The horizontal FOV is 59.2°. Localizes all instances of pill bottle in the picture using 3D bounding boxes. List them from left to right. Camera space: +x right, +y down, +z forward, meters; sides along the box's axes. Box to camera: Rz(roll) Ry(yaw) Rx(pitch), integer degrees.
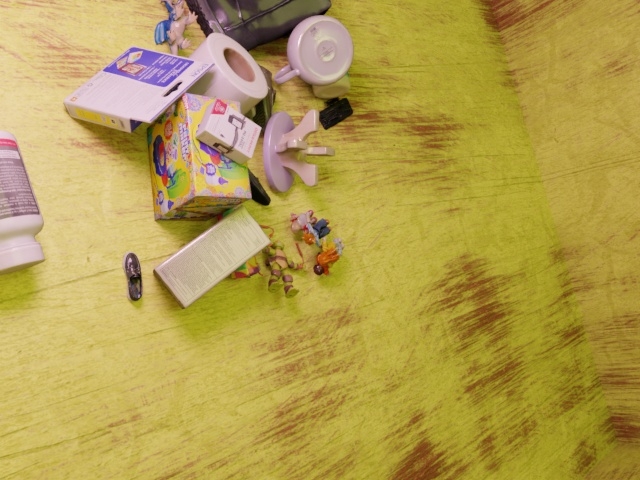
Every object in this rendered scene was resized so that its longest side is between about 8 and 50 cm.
[{"bbox_3d":[-0.765,-0.084,1.326,0.176,0.176,0.318,-19,90,-41],"label":"pill bottle"},{"bbox_3d":[0.024,-0.691,2.154,0.146,0.146,0.263,-4,81,-40],"label":"pill bottle"}]

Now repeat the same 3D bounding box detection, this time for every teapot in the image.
[{"bbox_3d":[-0.021,-0.665,1.993,0.256,0.187,0.252,2,104,-26],"label":"teapot"}]

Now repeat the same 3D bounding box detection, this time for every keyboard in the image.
[{"bbox_3d":[0.061,-0.514,2.208,0.192,0.038,0.100,-40,104,-39],"label":"keyboard"}]

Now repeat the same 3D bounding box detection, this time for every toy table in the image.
[{"bbox_3d":[-0.079,-0.304,1.910,0.252,0.161,0.274,-22,110,-56],"label":"toy table"}]

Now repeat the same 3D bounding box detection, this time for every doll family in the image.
[{"bbox_3d":[0.000,0.000,1.940,0.262,0.118,0.163,60,33,-7],"label":"doll family"}]

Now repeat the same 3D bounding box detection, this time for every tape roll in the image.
[{"bbox_3d":[-0.308,-0.498,1.765,0.246,0.169,0.246,38,33,-31],"label":"tape roll"}]

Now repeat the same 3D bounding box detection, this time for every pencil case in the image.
[{"bbox_3d":[-0.256,0.010,1.767,0.105,0.104,0.236,-12,86,-41],"label":"pencil case"}]

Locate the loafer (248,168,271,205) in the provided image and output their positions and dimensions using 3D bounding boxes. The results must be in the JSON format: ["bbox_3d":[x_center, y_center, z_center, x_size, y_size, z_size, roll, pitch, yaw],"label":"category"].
[{"bbox_3d":[-0.221,-0.189,1.877,0.170,0.062,0.061,50,48,-19],"label":"loafer"}]

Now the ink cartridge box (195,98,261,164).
[{"bbox_3d":[-0.244,-0.290,1.514,0.151,0.063,0.109,29,61,-30],"label":"ink cartridge box"}]

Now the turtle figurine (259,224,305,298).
[{"bbox_3d":[-0.143,0.072,1.841,0.269,0.087,0.217,40,31,-44],"label":"turtle figurine"}]

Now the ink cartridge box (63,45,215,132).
[{"bbox_3d":[-0.498,-0.423,1.580,0.303,0.308,0.072,-56,156,-35],"label":"ink cartridge box"}]

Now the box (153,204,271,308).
[{"bbox_3d":[-0.312,0.047,1.626,0.311,0.121,0.148,-37,95,-20],"label":"box"}]

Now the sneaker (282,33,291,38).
[{"bbox_3d":[-0.167,-0.884,2.082,0.135,0.098,0.276,-36,100,-37],"label":"sneaker"}]

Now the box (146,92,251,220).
[{"bbox_3d":[-0.357,-0.227,1.631,0.177,0.279,0.289,0,78,-40],"label":"box"}]

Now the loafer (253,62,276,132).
[{"bbox_3d":[-0.187,-0.497,1.963,0.088,0.094,0.250,0,78,-35],"label":"loafer"}]

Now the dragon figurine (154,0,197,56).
[{"bbox_3d":[-0.469,-0.654,1.782,0.085,0.144,0.288,10,91,-39],"label":"dragon figurine"}]

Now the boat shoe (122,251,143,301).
[{"bbox_3d":[-0.517,0.099,1.567,0.049,0.040,0.142,-3,80,-39],"label":"boat shoe"}]

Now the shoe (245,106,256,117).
[{"bbox_3d":[-0.256,-0.513,1.931,0.081,0.063,0.177,-36,98,-35],"label":"shoe"}]

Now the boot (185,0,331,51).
[{"bbox_3d":[-0.221,-0.853,1.906,0.445,0.146,0.366,-33,113,-16],"label":"boot"}]
